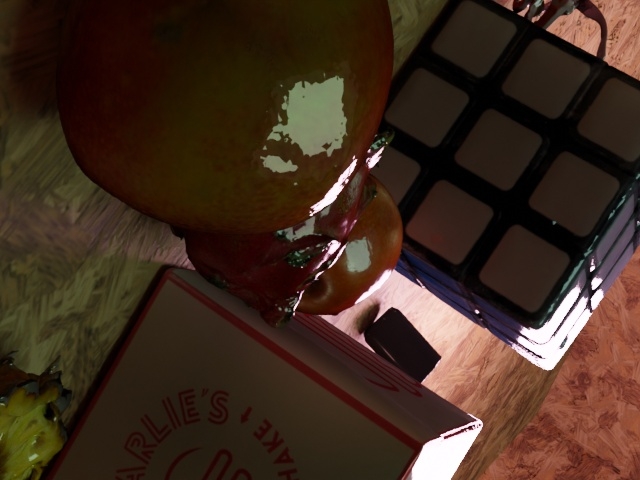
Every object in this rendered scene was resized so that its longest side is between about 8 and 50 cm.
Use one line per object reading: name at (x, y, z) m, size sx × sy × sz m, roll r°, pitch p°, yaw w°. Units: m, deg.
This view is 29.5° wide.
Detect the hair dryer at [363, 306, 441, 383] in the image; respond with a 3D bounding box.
hair dryer at (0.102, 0.187, 1.896) m, size 0.070 × 0.114 × 0.248 m, roll -40°, pitch 175°, yaw -22°

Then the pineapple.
pineapple at (-0.289, 0.181, 0.970) m, size 0.225 × 0.076 × 0.225 m, roll -50°, pitch 161°, yaw -24°

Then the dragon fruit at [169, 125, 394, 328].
dragon fruit at (-0.022, -0.069, 1.065) m, size 0.269 × 0.198 × 0.200 m, roll -56°, pitch 141°, yaw -25°

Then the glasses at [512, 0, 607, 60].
glasses at (0.315, -0.314, 1.454) m, size 0.162 × 0.095 × 0.255 m, roll -60°, pitch -164°, yaw 22°

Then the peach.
peach at (-0.064, -0.116, 0.821) m, size 0.231 × 0.231 × 0.231 m, roll -46°, pitch 158°, yaw -25°

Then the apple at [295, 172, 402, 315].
apple at (0.000, 0.000, 1.241) m, size 0.139 × 0.163 × 0.163 m, roll -53°, pitch 163°, yaw -43°

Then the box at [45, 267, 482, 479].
box at (-0.055, 0.241, 1.257) m, size 0.314 × 0.312 × 0.300 m, roll -60°, pitch 160°, yaw 7°

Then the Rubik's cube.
Rubik's cube at (0.229, -0.061, 1.458) m, size 0.304 × 0.301 × 0.305 m, roll -56°, pitch 161°, yaw -3°
